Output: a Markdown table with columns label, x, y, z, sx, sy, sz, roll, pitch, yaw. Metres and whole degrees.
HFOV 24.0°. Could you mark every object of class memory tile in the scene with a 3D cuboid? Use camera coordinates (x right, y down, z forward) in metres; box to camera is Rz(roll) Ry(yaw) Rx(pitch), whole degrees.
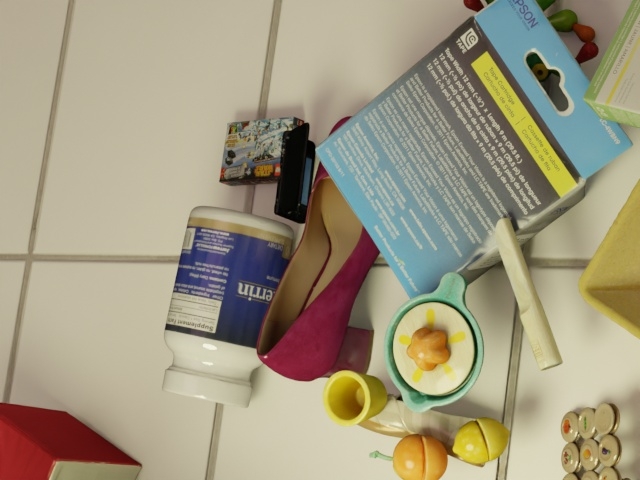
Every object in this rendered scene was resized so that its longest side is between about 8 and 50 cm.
| label | x | y | z | sx | sy | sz | roll | pitch | yaw |
| --- | --- | --- | --- | --- | --- | --- | --- | --- | --- |
| memory tile | 0.311 | 0.266 | 1.743 | 0.113 | 0.012 | 0.148 | -26 | 59 | 61 |

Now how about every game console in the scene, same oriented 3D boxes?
| label | x | y | z | sx | sy | sz | roll | pitch | yaw |
| --- | --- | --- | --- | --- | --- | --- | --- | --- | --- |
| game console | -0.021 | -0.092 | 2.104 | 0.071 | 0.107 | 0.122 | 0 | 78 | 35 |

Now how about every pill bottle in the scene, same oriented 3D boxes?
| label | x | y | z | sx | sy | sz | roll | pitch | yaw |
| --- | --- | --- | --- | --- | --- | --- | --- | --- | --- |
| pill bottle | -0.135 | 0.094 | 2.118 | 0.153 | 0.153 | 0.265 | 8 | 84 | 42 |

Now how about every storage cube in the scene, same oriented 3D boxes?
| label | x | y | z | sx | sy | sz | roll | pitch | yaw |
| --- | --- | --- | --- | --- | --- | --- | --- | --- | --- |
| storage cube | -0.422 | 0.370 | 2.260 | 0.193 | 0.215 | 0.184 | 27 | 96 | 36 |

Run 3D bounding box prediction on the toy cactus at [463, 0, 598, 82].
| label | x | y | z | sx | sy | sz | roll | pitch | yaw |
| --- | --- | --- | --- | --- | --- | --- | --- | --- | --- |
| toy cactus | 0.245 | -0.248 | 1.924 | 0.219 | 0.112 | 0.180 | 47 | 120 | 28 |

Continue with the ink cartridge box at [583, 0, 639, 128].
| label | x | y | z | sx | sy | sz | roll | pitch | yaw |
| --- | --- | --- | --- | --- | --- | --- | --- | --- | --- |
| ink cartridge box | 0.428 | -0.190 | 1.650 | 0.235 | 0.056 | 0.171 | 21 | 79 | 42 |

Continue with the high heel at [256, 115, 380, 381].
| label | x | y | z | sx | sy | sz | roll | pitch | yaw |
| --- | --- | --- | --- | --- | --- | --- | --- | --- | --- |
| high heel | 0.000 | 0.000 | 2.004 | 0.127 | 0.181 | 0.377 | -13 | 70 | 39 |

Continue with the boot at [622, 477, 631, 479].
| label | x | y | z | sx | sy | sz | roll | pitch | yaw |
| --- | --- | --- | --- | --- | --- | --- | --- | --- | --- |
| boot | 0.386 | 0.312 | 1.680 | 0.087 | 0.042 | 0.118 | -23 | 65 | 28 |

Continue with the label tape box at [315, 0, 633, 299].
| label | x | y | z | sx | sy | sz | roll | pitch | yaw |
| --- | --- | --- | --- | --- | --- | --- | --- | --- | --- |
| label tape box | 0.198 | -0.115 | 1.867 | 0.347 | 0.115 | 0.249 | -38 | 75 | 25 |

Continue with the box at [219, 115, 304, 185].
| label | x | y | z | sx | sy | sz | roll | pitch | yaw |
| --- | --- | --- | --- | --- | --- | --- | --- | --- | --- |
| box | -0.087 | -0.131 | 2.222 | 0.137 | 0.027 | 0.094 | -1 | 76 | 42 |

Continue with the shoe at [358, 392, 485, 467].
| label | x | y | z | sx | sy | sz | roll | pitch | yaw |
| --- | --- | --- | --- | --- | --- | --- | --- | --- | --- |
| shoe | 0.122 | 0.227 | 1.910 | 0.219 | 0.076 | 0.058 | 16 | 90 | 34 |

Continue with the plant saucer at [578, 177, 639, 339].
| label | x | y | z | sx | sy | sz | roll | pitch | yaw |
| --- | --- | --- | --- | --- | --- | --- | --- | --- | --- |
| plant saucer | 0.493 | 0.002 | 1.640 | 0.333 | 0.081 | 0.333 | 38 | 105 | 41 |

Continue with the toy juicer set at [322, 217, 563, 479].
| label | x | y | z | sx | sy | sz | roll | pitch | yaw |
| --- | --- | --- | --- | --- | --- | --- | --- | --- | --- |
| toy juicer set | 0.160 | 0.156 | 1.789 | 0.329 | 0.089 | 0.209 | -48 | 65 | 22 |
